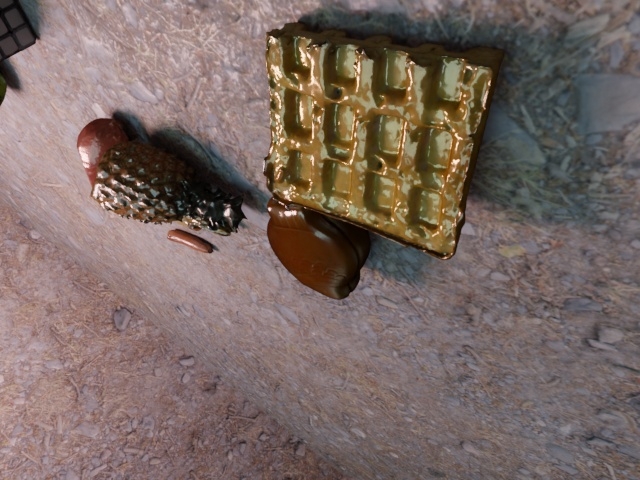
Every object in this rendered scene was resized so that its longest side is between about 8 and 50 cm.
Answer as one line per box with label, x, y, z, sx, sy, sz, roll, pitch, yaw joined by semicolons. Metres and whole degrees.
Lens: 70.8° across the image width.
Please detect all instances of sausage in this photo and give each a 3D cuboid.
sausage;-0.420;0.003;1.439;0.177;0.040;0.047;18;143;25
sausage;-0.566;-0.214;1.206;0.148;0.148;0.254;27;146;15

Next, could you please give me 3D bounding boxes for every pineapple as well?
pineapple;-0.352;-0.112;1.088;0.362;0.202;0.202;20;145;12

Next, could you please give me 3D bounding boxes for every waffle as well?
waffle;0.067;-0.146;0.675;0.348;0.077;0.304;22;133;24

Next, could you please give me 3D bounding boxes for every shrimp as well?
shrimp;-0.369;-0.072;1.271;0.317;0.077;0.168;29;158;21

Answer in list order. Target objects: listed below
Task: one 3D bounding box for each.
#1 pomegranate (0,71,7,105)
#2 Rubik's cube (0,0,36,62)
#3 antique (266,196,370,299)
pomegranate;-1.026;-0.456;1.291;0.263;0.211;0.211;29;154;51
Rubik's cube;-0.838;-0.515;0.983;0.237;0.238;0.237;23;148;19
antique;0.000;0.000;0.940;0.224;0.129;0.278;6;137;40
